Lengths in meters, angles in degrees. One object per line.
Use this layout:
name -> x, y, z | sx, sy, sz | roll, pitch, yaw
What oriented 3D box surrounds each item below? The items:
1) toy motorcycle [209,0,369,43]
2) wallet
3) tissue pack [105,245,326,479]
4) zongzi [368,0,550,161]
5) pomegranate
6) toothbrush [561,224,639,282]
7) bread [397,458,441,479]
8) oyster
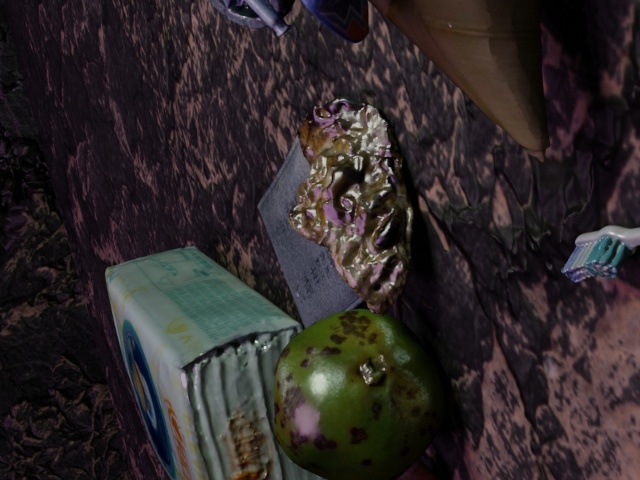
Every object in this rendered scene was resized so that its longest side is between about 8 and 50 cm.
toy motorcycle -> -0.042, -0.186, 0.505 | 0.114, 0.076, 0.205 | 17, 143, 38
wallet -> -0.002, 0.001, 0.988 | 0.167, 0.036, 0.222 | 68, 159, 10
tissue pack -> -0.122, 0.186, 1.249 | 0.388, 0.162, 0.287 | -152, 46, -65
zongzi -> 0.013, -0.209, 0.631 | 0.289, 0.154, 0.318 | 30, 139, 63
pomegranate -> 0.031, 0.149, 0.875 | 0.122, 0.143, 0.169 | 53, 143, 39
toothbrush -> 0.206, -0.007, 0.484 | 0.304, 0.030, 0.030 | -18, 91, 67
bread -> 0.078, 0.338, 0.944 | 0.190, 0.123, 0.244 | 54, 154, 35
oyster -> 0.024, -0.026, 0.840 | 0.105, 0.056, 0.177 | -13, 88, 40
